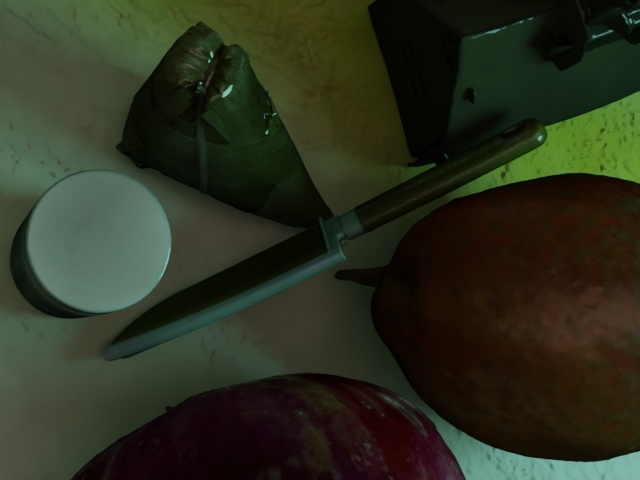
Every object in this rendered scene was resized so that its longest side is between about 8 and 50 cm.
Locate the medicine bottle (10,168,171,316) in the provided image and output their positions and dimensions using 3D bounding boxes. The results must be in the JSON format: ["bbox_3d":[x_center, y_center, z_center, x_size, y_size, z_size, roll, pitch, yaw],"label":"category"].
[{"bbox_3d":[-0.152,0.007,0.848,0.086,0.183,0.086,1,86,-17],"label":"medicine bottle"}]

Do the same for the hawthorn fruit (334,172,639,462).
[{"bbox_3d":[0.138,0.050,0.929,0.262,0.210,0.210,7,84,2],"label":"hawthorn fruit"}]

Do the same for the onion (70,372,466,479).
[{"bbox_3d":[-0.030,0.194,0.819,0.256,0.230,0.272,-44,71,-1],"label":"onion"}]

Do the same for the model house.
[{"bbox_3d":[0.160,-0.183,0.919,0.211,0.243,0.204,-20,92,-16],"label":"model house"}]

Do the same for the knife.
[{"bbox_3d":[0.000,0.000,0.909,0.343,0.061,0.027,-26,113,7],"label":"knife"}]

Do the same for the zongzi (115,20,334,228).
[{"bbox_3d":[-0.043,-0.065,0.898,0.176,0.160,0.078,30,74,-10],"label":"zongzi"}]
